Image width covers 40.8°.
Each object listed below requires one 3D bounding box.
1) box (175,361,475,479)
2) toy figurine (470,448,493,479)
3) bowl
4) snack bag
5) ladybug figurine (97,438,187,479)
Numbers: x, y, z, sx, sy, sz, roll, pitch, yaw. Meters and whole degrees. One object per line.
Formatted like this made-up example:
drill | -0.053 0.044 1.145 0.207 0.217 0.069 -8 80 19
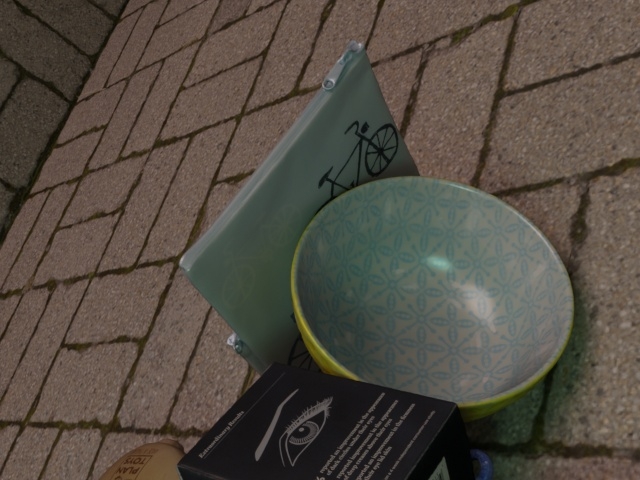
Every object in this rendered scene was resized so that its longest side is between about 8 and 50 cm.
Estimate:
box | 0.007 0.208 0.754 0.207 0.108 0.153 7 35 37
toy figurine | 0.085 0.283 0.785 0.217 0.191 0.362 -47 34 0
bowl | 0.106 0.086 0.924 0.156 0.289 0.290 99 177 -51
snack bag | 0.000 0.000 0.976 0.037 0.342 0.323 25 70 35
ladybug figurine | -0.223 0.459 1.014 0.305 0.162 0.449 -13 50 44
